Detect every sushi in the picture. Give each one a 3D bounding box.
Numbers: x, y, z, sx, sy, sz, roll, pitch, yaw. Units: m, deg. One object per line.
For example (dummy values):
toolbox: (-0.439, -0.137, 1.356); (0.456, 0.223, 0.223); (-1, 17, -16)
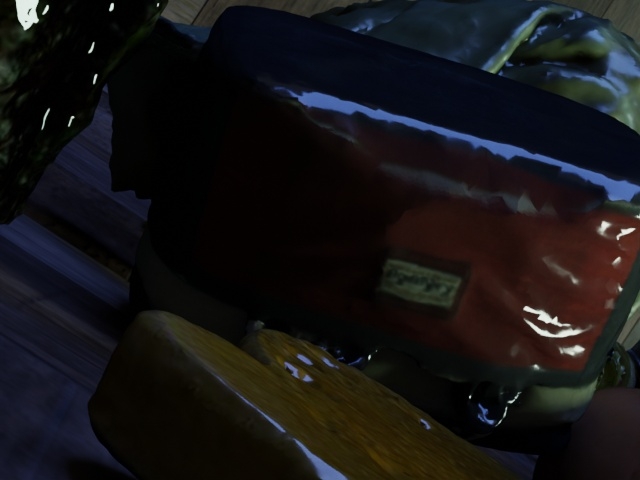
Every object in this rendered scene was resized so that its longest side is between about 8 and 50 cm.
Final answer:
sushi: (-0.195, -0.120, 0.893); (0.211, 0.171, 0.350); (31, 4, -11)

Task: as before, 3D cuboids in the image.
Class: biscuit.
biscuit: (0.043, 0.119, 0.651); (0.287, 0.057, 0.344); (32, 4, -28)

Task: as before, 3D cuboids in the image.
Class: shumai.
shumai: (0.042, -0.067, 1.123); (0.330, 0.292, 0.288); (-5, -31, 27)

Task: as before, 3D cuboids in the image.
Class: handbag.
handbag: (0.036, 0.007, 0.937); (0.254, 0.181, 0.181); (14, 22, -12)

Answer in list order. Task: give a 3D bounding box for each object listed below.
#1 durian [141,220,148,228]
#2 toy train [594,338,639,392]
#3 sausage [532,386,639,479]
durian: (0.000, 0.000, 1.435); (0.172, 0.166, 0.306); (64, 13, 4)
toy train: (0.303, 0.120, 1.466); (0.134, 0.261, 0.177); (30, 18, -35)
sausage: (0.186, 0.159, 0.881); (0.121, 0.121, 0.304); (33, 4, -13)
